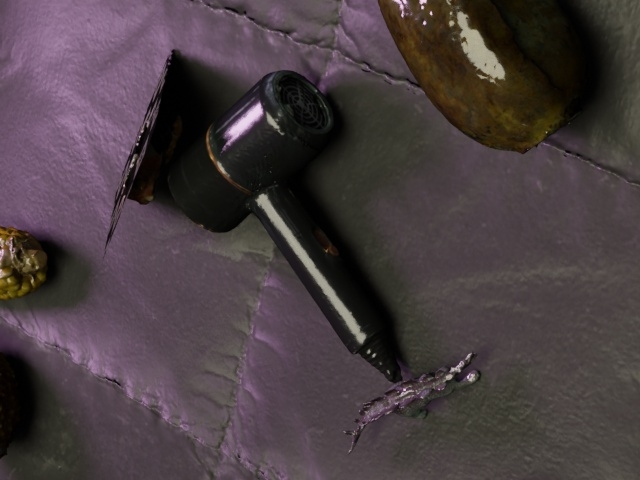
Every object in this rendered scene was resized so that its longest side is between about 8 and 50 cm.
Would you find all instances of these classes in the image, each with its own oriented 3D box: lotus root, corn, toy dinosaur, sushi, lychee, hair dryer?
[{"bbox_3d":[0.148,-0.207,1.549,0.152,0.160,0.274,-37,77,24],"label":"lotus root"},{"bbox_3d":[-0.446,0.033,2.055,0.262,0.097,0.097,-6,95,37],"label":"corn"},{"bbox_3d":[0.088,0.172,1.710,0.209,0.082,0.039,-41,68,35],"label":"toy dinosaur"},{"bbox_3d":[-0.191,-0.092,1.822,0.040,0.210,0.192,20,116,-11],"label":"sushi"},{"bbox_3d":[-0.463,0.205,2.069,0.171,0.171,0.171,7,103,34],"label":"lychee"},{"bbox_3d":[0.000,0.000,1.742,0.189,0.107,0.352,-41,83,35],"label":"hair dryer"}]
